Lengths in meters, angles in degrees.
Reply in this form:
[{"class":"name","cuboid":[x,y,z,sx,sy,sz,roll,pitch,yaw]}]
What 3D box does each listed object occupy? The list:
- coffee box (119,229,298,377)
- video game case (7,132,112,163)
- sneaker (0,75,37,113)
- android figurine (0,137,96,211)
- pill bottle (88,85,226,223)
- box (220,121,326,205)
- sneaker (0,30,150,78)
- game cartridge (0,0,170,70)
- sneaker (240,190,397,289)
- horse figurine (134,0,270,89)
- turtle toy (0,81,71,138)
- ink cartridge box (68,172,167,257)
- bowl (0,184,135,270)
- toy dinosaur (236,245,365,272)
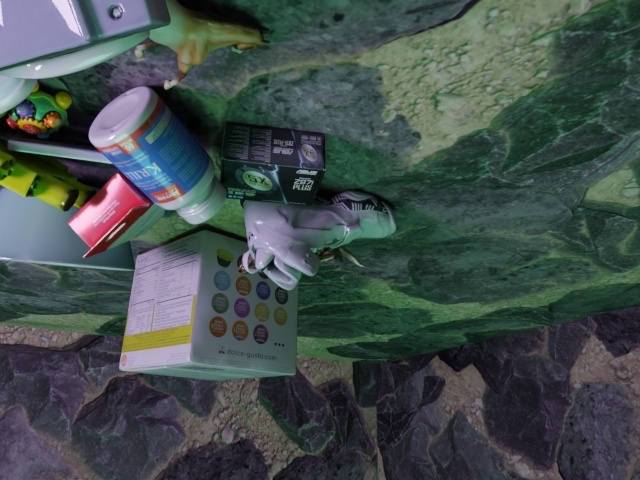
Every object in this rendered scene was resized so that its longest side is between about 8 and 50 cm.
[{"class":"coffee box","cuboid":[-0.297,0.198,1.446,0.338,0.334,0.338,-17,153,41]},{"class":"video game case","cuboid":[-0.426,-0.155,0.878,0.157,0.019,0.143,4,-167,-26]},{"class":"sneaker","cuboid":[-0.529,-0.240,0.694,0.256,0.094,0.151,-2,155,3]},{"class":"android figurine","cuboid":[-0.518,-0.133,0.865,0.273,0.056,0.248,30,-178,-5]},{"class":"pill bottle","cuboid":[-0.252,-0.128,0.853,0.124,0.124,0.221,-11,139,27]},{"class":"box","cuboid":[-0.090,-0.135,0.958,0.180,0.077,0.147,5,157,-10]},{"class":"sneaker","cuboid":[-0.327,-0.258,0.541,0.296,0.104,0.146,7,132,17]},{"class":"game cartridge","cuboid":[-0.336,-0.267,0.465,0.355,0.068,0.230,-10,115,12]},{"class":"sneaker","cuboid":[0.000,0.000,1.111,0.366,0.210,0.137,11,156,-24]},{"class":"horse figurine","cuboid":[-0.213,-0.272,0.643,0.175,0.066,0.263,-9,159,36]},{"class":"turtle toy","cuboid":[-0.460,-0.204,0.815,0.130,0.066,0.095,20,151,-39]},{"class":"ink cartridge box","cuboid":[-0.350,-0.058,0.942,0.134,0.078,0.231,-41,-176,12]},{"class":"bowl","cuboid":[-0.531,-0.029,1.065,0.312,0.163,0.311,5,175,1]},{"class":"toy dinosaur","cuboid":[-0.043,0.019,1.282,0.296,0.127,0.200,9,157,-30]}]
